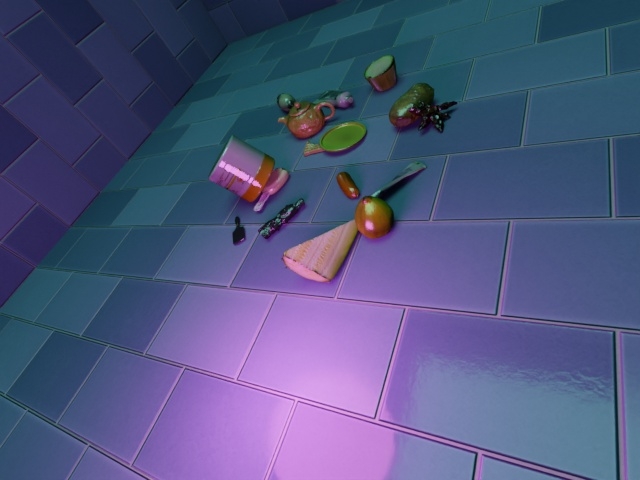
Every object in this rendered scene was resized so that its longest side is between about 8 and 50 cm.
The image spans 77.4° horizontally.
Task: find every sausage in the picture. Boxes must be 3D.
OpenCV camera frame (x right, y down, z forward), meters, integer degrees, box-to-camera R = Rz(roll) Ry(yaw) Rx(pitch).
[{"bbox_3d":[0.108,-0.230,1.642,0.062,0.054,0.183,-51,38,25],"label":"sausage"}]

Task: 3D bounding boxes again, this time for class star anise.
[{"bbox_3d":[0.462,-0.511,1.652,0.213,0.053,0.156,4,79,-3],"label":"star anise"}]

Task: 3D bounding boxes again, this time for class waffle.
[{"bbox_3d":[-0.011,-0.464,1.958,0.153,0.023,0.097,-7,50,30],"label":"waffle"}]

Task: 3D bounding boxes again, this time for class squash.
[{"bbox_3d":[0.000,0.000,1.432,0.288,0.203,0.111,-65,10,-26],"label":"squash"},{"bbox_3d":[0.311,-0.841,2.027,0.170,0.122,0.170,-18,45,19],"label":"squash"}]

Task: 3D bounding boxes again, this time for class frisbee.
[{"bbox_3d":[0.105,-0.491,1.895,0.236,0.017,0.235,-14,42,13],"label":"frisbee"}]

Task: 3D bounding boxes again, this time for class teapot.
[{"bbox_3d":[-0.078,-0.650,2.068,0.311,0.167,0.203,-11,46,24],"label":"teapot"}]

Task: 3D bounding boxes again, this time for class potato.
[{"bbox_3d":[0.396,-0.585,1.745,0.149,0.113,0.251,30,78,42],"label":"potato"}]

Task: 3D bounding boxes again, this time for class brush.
[{"bbox_3d":[-0.374,-0.052,1.817,0.063,0.016,0.193,-27,42,8],"label":"brush"}]

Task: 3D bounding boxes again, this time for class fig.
[{"bbox_3d":[0.186,-0.081,1.405,0.136,0.120,0.153,-37,77,-7],"label":"fig"}]

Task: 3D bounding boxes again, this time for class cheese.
[{"bbox_3d":[-0.246,-0.238,1.880,0.127,0.050,0.255,6,55,36],"label":"cheese"}]

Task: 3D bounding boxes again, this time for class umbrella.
[{"bbox_3d":[-0.161,-0.098,1.690,0.236,0.059,0.066,-43,59,-7],"label":"umbrella"}]

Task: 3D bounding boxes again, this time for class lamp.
[{"bbox_3d":[-0.204,-0.818,2.360,0.101,0.101,0.250,-37,33,-2],"label":"lamp"}]

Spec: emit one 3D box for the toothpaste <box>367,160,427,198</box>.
[{"bbox_3d":[0.274,-0.213,1.523,0.301,0.048,0.075,-38,13,-13],"label":"toothpaste"}]

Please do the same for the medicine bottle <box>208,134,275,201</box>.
[{"bbox_3d":[-0.366,-0.330,1.851,0.238,0.232,0.237,-49,24,32],"label":"medicine bottle"}]

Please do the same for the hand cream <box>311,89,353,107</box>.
[{"bbox_3d":[0.073,-0.769,2.172,0.124,0.077,0.341,-43,34,-9],"label":"hand cream"}]
